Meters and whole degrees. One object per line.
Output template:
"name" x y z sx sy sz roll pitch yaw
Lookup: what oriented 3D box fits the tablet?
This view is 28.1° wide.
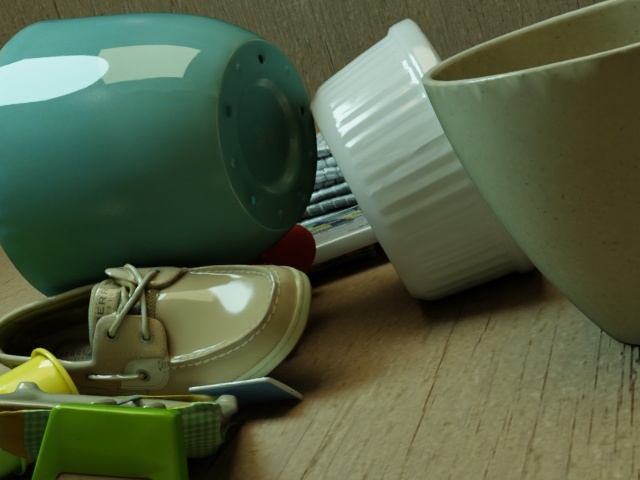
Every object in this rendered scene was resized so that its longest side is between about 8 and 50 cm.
"tablet" -0.063 0.128 1.076 0.083 0.006 0.054 -10 -28 30

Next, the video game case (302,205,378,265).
"video game case" 0.000 0.000 1.508 0.201 0.023 0.183 -20 10 -5

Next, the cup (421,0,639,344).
"cup" 0.269 -0.060 0.971 0.331 0.237 0.331 -18 12 4

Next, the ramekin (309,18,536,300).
"ramekin" 0.093 -0.066 1.223 0.127 0.273 0.273 -28 12 3

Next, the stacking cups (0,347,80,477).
"stacking cups" -0.346 0.206 1.062 0.316 0.096 0.096 -31 17 -29

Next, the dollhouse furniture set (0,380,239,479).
"dollhouse furniture set" -0.174 0.186 0.922 0.197 0.151 0.301 4 -4 2

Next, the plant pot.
"plant pot" -0.145 -0.089 1.242 0.235 0.293 0.293 -6 16 29

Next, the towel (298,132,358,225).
"towel" 0.022 -0.083 1.727 0.283 0.121 0.235 -17 10 13

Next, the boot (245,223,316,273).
"boot" -0.050 0.056 1.285 0.176 0.088 0.244 -4 26 47

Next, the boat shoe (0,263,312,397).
"boat shoe" -0.163 0.083 1.151 0.341 0.110 0.122 -18 49 33

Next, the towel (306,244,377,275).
"towel" -0.054 0.042 1.504 0.237 0.021 0.102 -20 9 -8
